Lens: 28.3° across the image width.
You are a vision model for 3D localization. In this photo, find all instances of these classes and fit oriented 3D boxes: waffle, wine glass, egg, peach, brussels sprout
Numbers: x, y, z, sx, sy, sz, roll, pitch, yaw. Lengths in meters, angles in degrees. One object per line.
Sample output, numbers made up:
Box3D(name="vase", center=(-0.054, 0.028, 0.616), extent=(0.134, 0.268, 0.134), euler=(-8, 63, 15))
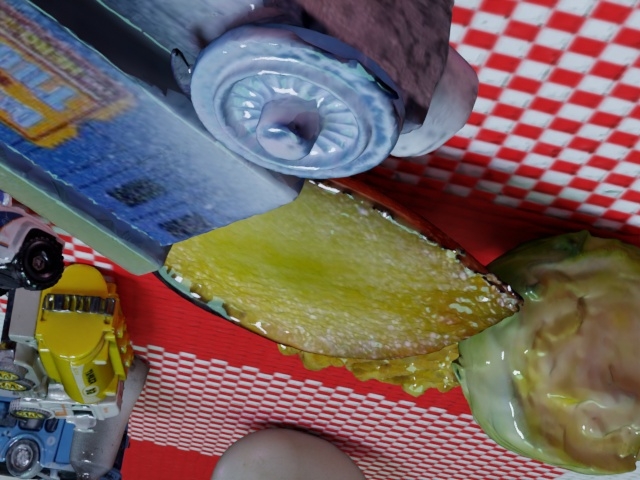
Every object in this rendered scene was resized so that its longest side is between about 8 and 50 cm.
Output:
Box3D(name="waffle", center=(0.054, 0.066, 0.937), extent=(0.160, 0.055, 0.211), euler=(25, 154, -30))
Box3D(name="wine glass", center=(-0.220, 0.189, 1.256), extent=(0.072, 0.155, 0.072), euler=(10, 160, 4))
Box3D(name="egg", center=(-0.029, 0.292, 1.431), extent=(0.209, 0.151, 0.151), euler=(26, 155, -35))
Box3D(name="peach", center=(0.000, -0.003, 0.763), extent=(0.279, 0.068, 0.189), euler=(8, 148, 30))
Box3D(name="brussels sprout", center=(0.151, 0.070, 0.786), extent=(0.151, 0.149, 0.122), euler=(56, 165, -5))

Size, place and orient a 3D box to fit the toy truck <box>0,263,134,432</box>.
Box3D(name="toy truck", center=(-0.219, 0.095, 1.099), extent=(0.114, 0.098, 0.227), euler=(6, 158, -2))

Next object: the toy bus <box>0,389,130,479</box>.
Box3D(name="toy bus", center=(-0.355, 0.196, 1.382), extent=(0.297, 0.131, 0.106), euler=(3, 158, 20))

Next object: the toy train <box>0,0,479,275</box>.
Box3D(name="toy train", center=(-0.096, -0.105, 0.423), extent=(0.300, 0.131, 0.202), euler=(37, 145, -31))

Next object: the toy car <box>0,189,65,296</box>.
Box3D(name="toy car", center=(-0.258, -0.014, 0.871), extent=(0.080, 0.070, 0.171), euler=(-10, 152, 44))
